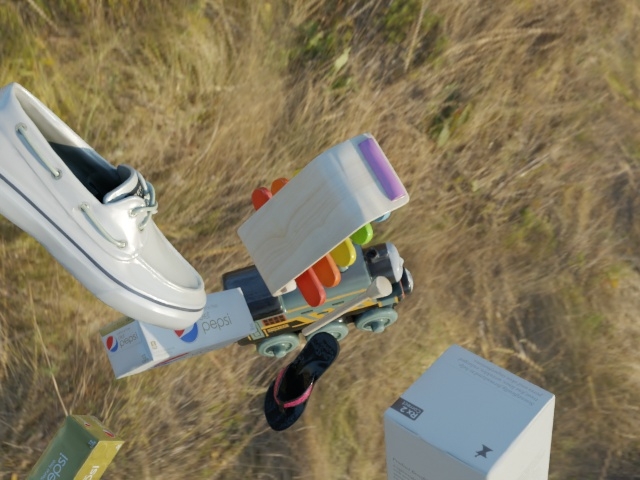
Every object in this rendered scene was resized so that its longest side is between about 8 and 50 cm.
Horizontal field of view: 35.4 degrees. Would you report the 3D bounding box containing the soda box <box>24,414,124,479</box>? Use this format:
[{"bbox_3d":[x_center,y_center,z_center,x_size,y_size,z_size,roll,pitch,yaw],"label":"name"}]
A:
[{"bbox_3d":[-0.324,0.304,1.233,0.058,0.061,0.181,34,91,22],"label":"soda box"}]

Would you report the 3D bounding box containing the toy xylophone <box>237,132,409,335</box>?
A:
[{"bbox_3d":[0.000,0.000,1.450,0.081,0.322,0.236,-21,86,-43],"label":"toy xylophone"}]

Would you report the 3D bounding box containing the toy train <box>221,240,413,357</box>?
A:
[{"bbox_3d":[-0.010,0.093,1.683,0.334,0.190,0.142,-15,63,3],"label":"toy train"}]

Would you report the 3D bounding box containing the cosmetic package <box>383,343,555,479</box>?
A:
[{"bbox_3d":[0.182,0.261,1.234,0.151,0.184,0.151,26,48,32],"label":"cosmetic package"}]

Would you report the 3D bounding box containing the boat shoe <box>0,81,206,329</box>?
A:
[{"bbox_3d":[-0.152,-0.018,0.702,0.076,0.083,0.226,-41,124,16],"label":"boat shoe"}]

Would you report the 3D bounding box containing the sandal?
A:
[{"bbox_3d":[-0.037,0.213,1.513,0.067,0.040,0.179,38,108,14],"label":"sandal"}]

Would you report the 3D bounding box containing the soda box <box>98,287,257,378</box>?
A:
[{"bbox_3d":[-0.181,0.117,1.303,0.216,0.074,0.069,-11,76,-58],"label":"soda box"}]
